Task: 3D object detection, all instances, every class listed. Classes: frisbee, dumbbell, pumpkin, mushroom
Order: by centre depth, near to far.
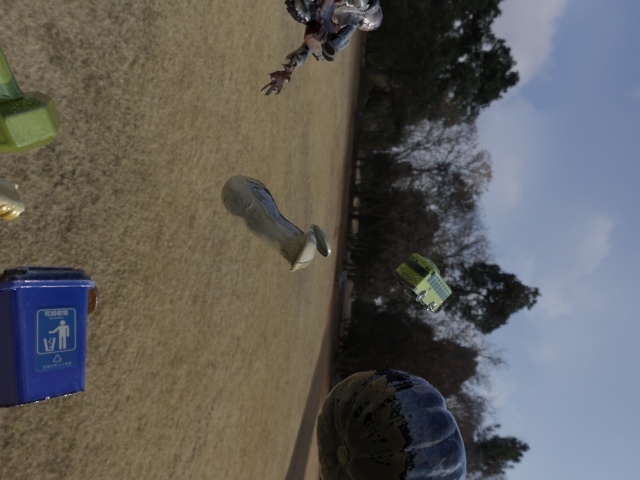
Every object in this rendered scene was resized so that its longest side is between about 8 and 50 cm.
[{"bbox_3d":[-0.486,-0.278,0.629,0.108,0.122,0.301,-72,160,-54],"label":"dumbbell"},{"bbox_3d":[-0.093,-0.035,0.786,0.081,0.223,0.092,-52,153,8],"label":"mushroom"},{"bbox_3d":[0.149,0.475,1.004,0.364,0.267,0.362,-9,-100,56],"label":"pumpkin"},{"bbox_3d":[0.000,0.000,1.327,0.110,0.014,0.110,52,-22,32],"label":"frisbee"}]

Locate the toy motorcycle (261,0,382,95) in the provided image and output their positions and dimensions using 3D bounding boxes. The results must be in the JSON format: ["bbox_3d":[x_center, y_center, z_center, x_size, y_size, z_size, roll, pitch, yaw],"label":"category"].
[{"bbox_3d":[0.016,-0.436,0.843,0.207,0.134,0.400,49,61,-42],"label":"toy motorcycle"}]

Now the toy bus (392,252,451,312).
[{"bbox_3d":[0.268,0.110,1.149,0.088,0.101,0.175,45,1,41],"label":"toy bus"}]

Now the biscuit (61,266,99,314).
[{"bbox_3d":[-0.836,0.172,1.488,0.027,0.188,0.187,-64,156,-65],"label":"biscuit"}]

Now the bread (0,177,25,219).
[{"bbox_3d":[-0.919,-0.129,1.232,0.119,0.084,0.177,63,5,25],"label":"bread"}]

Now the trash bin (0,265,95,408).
[{"bbox_3d":[-0.522,0.173,0.802,0.163,0.184,0.234,6,71,-56],"label":"trash bin"}]
